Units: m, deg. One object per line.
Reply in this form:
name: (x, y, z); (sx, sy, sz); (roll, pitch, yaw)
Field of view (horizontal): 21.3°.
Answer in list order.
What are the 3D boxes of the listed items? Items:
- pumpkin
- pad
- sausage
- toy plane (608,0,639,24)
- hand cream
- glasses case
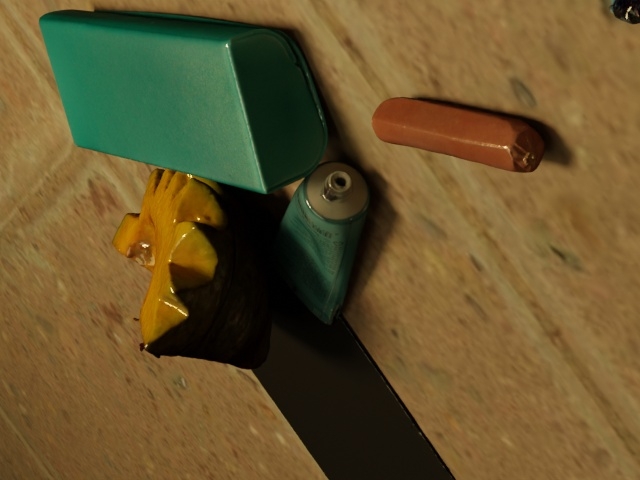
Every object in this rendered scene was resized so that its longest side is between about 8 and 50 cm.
pumpkin: (-0.076, 0.019, 1.378); (0.149, 0.130, 0.254); (27, -170, -19)
pad: (0.013, 0.144, 1.495); (0.367, 0.007, 0.247); (55, 156, -5)
sausage: (0.083, -0.066, 1.047); (0.030, 0.035, 0.147); (31, 171, -38)
toy plane: (0.201, -0.084, 0.758); (0.169, 0.078, 0.246); (34, 171, -32)
hand cream: (0.000, 0.000, 1.283); (0.083, 0.048, 0.224); (48, 160, 10)
glasses case: (-0.110, -0.117, 1.291); (0.301, 0.070, 0.117); (18, 128, 55)
